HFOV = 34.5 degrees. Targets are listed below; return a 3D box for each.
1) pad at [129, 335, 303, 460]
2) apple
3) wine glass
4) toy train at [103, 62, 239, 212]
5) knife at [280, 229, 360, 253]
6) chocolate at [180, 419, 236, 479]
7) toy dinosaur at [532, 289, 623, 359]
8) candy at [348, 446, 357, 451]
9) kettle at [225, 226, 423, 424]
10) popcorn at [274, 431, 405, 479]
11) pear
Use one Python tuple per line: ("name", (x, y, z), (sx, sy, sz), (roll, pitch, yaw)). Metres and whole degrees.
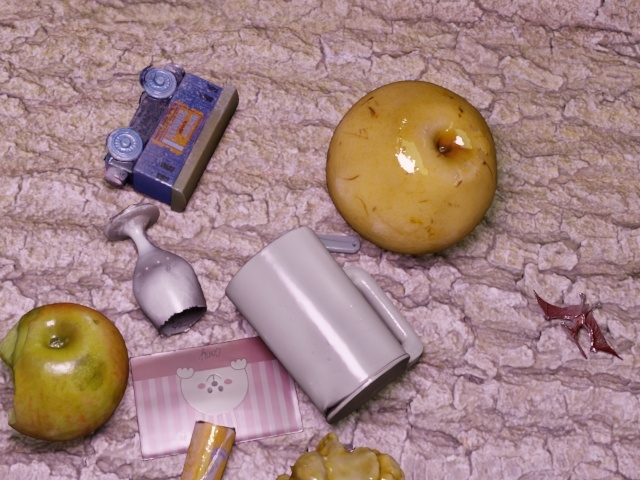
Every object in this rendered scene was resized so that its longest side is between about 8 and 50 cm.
("pad", (-0.195, 0.286, 1.923), (0.300, 0.005, 0.202), (-8, 67, -9))
("apple", (-0.461, 0.223, 1.807), (0.246, 0.226, 0.246), (2, 63, -5))
("wine glass", (-0.310, 0.056, 1.952), (0.126, 0.126, 0.241), (-24, 69, -15))
("toy train", (-0.304, -0.213, 2.077), (0.202, 0.131, 0.299), (24, 67, -2))
("knife", (0.000, 0.000, 2.059), (0.162, 0.023, 0.044), (6, 68, -3))
("chocolate", (-0.212, 0.431, 1.822), (0.086, 0.085, 0.219), (14, 73, 1))
("toy dinosaur", (0.511, 0.161, 2.032), (0.220, 0.032, 0.108), (35, 65, 8))
("candy", (0.098, 0.511, 1.815), (0.145, 0.070, 0.275), (-39, 74, -12))
("kettle", (0.009, 0.155, 1.920), (0.205, 0.265, 0.318), (-44, 74, 12))
("popcorn", (0.036, 0.460, 1.716), (0.256, 0.195, 0.255), (-35, 79, -1))
("pear", (0.176, -0.141, 1.984), (0.348, 0.348, 0.348), (2, 66, -4))
